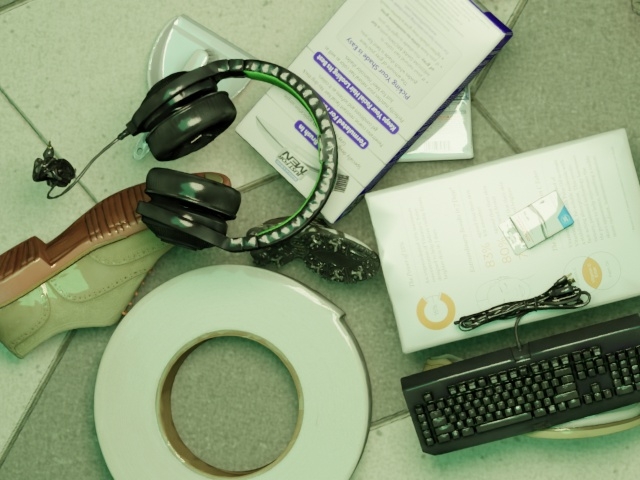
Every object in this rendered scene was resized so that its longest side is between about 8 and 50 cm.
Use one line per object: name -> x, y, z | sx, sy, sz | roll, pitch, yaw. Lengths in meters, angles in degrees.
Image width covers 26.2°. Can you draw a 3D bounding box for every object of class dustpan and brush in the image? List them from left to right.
dustpan and brush -> -0.200, -0.202, 1.937 | 0.147, 0.060, 0.211 | 32, 92, 7

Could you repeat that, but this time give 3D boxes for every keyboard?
keyboard -> 0.258, 0.156, 1.740 | 0.317, 0.033, 0.202 | -17, 110, 6

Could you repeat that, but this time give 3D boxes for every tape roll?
tape roll -> -0.119, 0.226, 1.909 | 0.392, 0.072, 0.392 | 0, 88, 8

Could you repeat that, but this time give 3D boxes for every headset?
headset -> -0.174, -0.101, 1.782 | 0.394, 0.185, 0.243 | -4, 86, 0

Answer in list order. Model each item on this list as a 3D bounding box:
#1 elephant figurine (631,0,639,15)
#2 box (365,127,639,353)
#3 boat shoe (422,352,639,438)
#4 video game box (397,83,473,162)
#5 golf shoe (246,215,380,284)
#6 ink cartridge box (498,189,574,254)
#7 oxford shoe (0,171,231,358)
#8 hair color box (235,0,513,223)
elephant figurine -> 0.480, -0.329, 1.774 | 0.169, 0.186, 0.239 | -4, 57, -6
box -> 0.253, 0.003, 1.821 | 0.345, 0.168, 0.215 | -14, 87, 6
boat shoe -> 0.281, 0.204, 1.839 | 0.302, 0.113, 0.103 | -1, 93, 8
video game box -> 0.107, -0.200, 1.907 | 0.205, 0.048, 0.187 | -2, 91, 7
golf shoe -> 0.000, 0.000, 1.873 | 0.198, 0.094, 0.077 | 14, 122, 24
ink cartridge box -> 0.269, -0.021, 1.720 | 0.083, 0.028, 0.048 | -31, 85, 5
oxford shoe -> -0.290, 0.030, 1.927 | 0.397, 0.140, 0.147 | -25, 113, 3
hair color box -> 0.070, -0.208, 1.810 | 0.185, 0.110, 0.339 | 44, 105, 4
